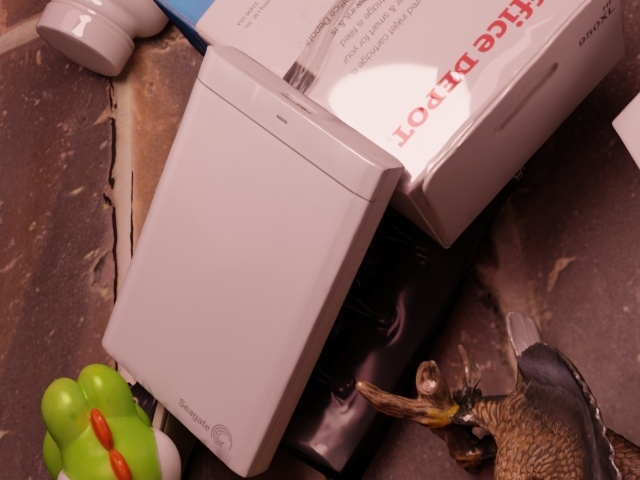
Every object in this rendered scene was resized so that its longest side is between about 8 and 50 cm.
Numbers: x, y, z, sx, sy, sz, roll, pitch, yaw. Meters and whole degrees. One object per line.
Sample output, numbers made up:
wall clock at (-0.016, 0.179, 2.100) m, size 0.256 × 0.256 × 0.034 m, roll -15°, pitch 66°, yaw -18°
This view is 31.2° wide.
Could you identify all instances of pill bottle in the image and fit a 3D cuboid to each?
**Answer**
pill bottle at (-0.265, -0.397, 1.604) m, size 0.176 × 0.176 × 0.318 m, roll 18°, pitch 76°, yaw 35°

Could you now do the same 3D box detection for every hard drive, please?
hard drive at (-0.080, 0.022, 1.110) m, size 0.233 × 0.047 × 0.353 m, roll 37°, pitch 118°, yaw 28°

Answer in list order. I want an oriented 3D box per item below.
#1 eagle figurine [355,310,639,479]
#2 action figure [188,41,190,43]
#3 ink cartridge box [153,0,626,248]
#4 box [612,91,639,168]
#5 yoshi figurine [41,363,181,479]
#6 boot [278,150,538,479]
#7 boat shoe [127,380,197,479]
eagle figurine at (0.213, 0.198, 1.010) m, size 0.298 × 0.226 × 0.225 m, roll 8°, pitch 106°, yaw 49°
action figure at (-0.100, -0.277, 1.504) m, size 0.185 × 0.099 × 0.285 m, roll -22°, pitch 53°, yaw 27°
ink cartridge box at (0.066, -0.226, 1.165) m, size 0.285 × 0.166 × 0.395 m, roll -48°, pitch 63°, yaw -3°
box at (0.455, -0.130, 0.969) m, size 0.345 × 0.168 × 0.215 m, roll -52°, pitch 45°, yaw 37°
yoshi figurine at (-0.175, 0.292, 1.139) m, size 0.203 × 0.204 × 0.362 m, roll -18°, pitch 95°, yaw 36°
boot at (0.001, 0.001, 1.283) m, size 0.367 × 0.146 × 0.445 m, roll 25°, pitch 84°, yaw 38°
boat shoe at (-0.200, 0.214, 1.286) m, size 0.113 × 0.127 × 0.340 m, roll 11°, pitch 81°, yaw 21°
